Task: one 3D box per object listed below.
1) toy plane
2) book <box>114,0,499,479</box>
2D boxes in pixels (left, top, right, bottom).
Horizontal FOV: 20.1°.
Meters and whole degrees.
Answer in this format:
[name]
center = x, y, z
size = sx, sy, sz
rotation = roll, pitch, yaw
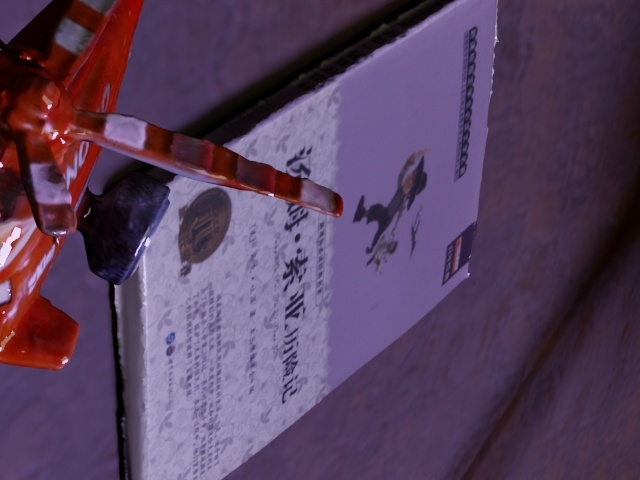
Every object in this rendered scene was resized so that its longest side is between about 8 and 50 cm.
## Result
[toy plane]
center = -0.060, -0.048, 0.395
size = 0.077, 0.126, 0.194
rotation = 127, -30, -54
[book]
center = 0.000, 0.000, 0.576
size = 0.182, 0.014, 0.127
rotation = -35, 139, -42
